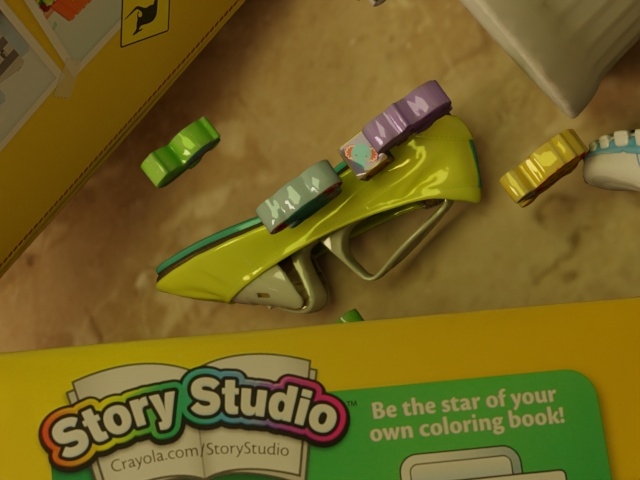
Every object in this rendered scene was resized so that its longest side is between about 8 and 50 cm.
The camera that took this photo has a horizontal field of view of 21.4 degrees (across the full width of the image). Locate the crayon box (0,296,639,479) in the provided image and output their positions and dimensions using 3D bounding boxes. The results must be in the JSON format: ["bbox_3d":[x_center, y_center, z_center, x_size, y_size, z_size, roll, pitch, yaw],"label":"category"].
[{"bbox_3d":[0.011,0.202,0.867,0.363,0.106,0.313,-4,72,-10],"label":"crayon box"}]

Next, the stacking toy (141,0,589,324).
[{"bbox_3d":[0.019,-0.046,0.982,0.221,0.052,0.167,-39,80,12],"label":"stacking toy"}]

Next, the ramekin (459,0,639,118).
[{"bbox_3d":[0.095,-0.213,0.927,0.135,0.277,0.277,-42,61,8],"label":"ramekin"}]

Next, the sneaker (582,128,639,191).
[{"bbox_3d":[0.221,-0.020,0.915,0.190,0.071,0.083,4,93,45],"label":"sneaker"}]

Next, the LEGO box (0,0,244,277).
[{"bbox_3d":[-0.235,-0.200,0.965,0.193,0.372,0.500,31,73,32],"label":"LEGO box"}]

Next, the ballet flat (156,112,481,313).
[{"bbox_3d":[0.000,0.000,1.052,0.231,0.077,0.077,-30,82,20],"label":"ballet flat"}]
